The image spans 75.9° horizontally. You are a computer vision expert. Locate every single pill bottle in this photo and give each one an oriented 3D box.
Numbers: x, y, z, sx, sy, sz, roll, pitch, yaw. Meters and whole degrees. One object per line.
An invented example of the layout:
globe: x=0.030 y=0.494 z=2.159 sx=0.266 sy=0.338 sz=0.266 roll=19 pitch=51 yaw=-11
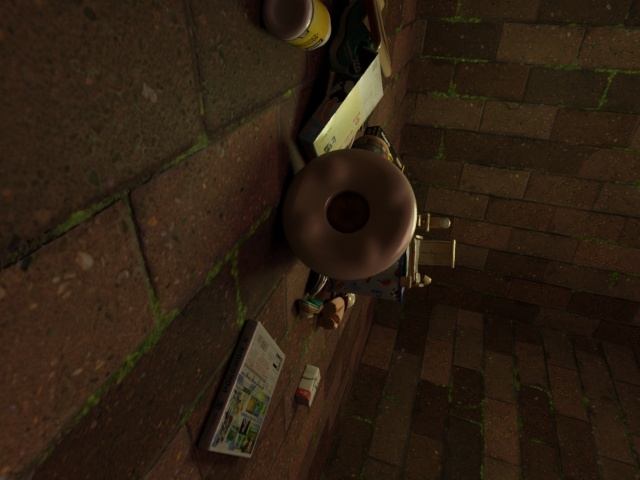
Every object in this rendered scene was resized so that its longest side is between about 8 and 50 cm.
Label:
pill bottle: x=0.166 y=-0.277 z=1.612 sx=0.162 sy=0.162 sz=0.278 roll=84 pitch=23 yaw=-48
pill bottle: x=-0.039 y=-0.457 z=0.853 sx=0.184 sy=0.103 sz=0.103 roll=-39 pitch=138 yaw=-66

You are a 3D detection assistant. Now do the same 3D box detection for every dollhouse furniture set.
dollhouse furniture set: x=0.425 y=0.029 z=1.581 sx=0.355 sy=0.173 sz=0.303 roll=8 pitch=84 yaw=-71

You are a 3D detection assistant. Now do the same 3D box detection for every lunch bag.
lunch bag: x=0.224 y=0.069 z=1.756 sx=0.385 sy=0.327 sz=0.239 roll=-60 pitch=152 yaw=-55

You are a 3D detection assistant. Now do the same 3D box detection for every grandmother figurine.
grandmother figurine: x=0.085 y=0.303 z=1.873 sx=0.342 sy=0.104 sz=0.208 roll=-24 pitch=133 yaw=-68

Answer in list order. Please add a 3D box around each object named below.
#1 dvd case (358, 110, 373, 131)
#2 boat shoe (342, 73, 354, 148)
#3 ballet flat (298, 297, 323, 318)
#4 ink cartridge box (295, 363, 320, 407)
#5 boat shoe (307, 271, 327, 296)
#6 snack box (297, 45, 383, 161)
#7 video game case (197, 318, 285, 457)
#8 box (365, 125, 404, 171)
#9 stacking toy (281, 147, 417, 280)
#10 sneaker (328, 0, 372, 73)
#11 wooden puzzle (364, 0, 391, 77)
dvd case: x=0.205 y=-0.595 z=1.793 sx=0.221 sy=0.018 sz=0.165 roll=-63 pitch=160 yaw=-46
boat shoe: x=0.082 y=-0.448 z=1.361 sx=0.112 sy=0.095 sz=0.335 roll=-168 pitch=-87 yaw=-70
ballet flat: x=-0.037 y=0.243 z=1.447 sx=0.067 sy=0.073 sz=0.206 roll=-64 pitch=160 yaw=-1
ink cartridge box: x=-0.049 y=0.591 z=1.671 sx=0.099 sy=0.056 sz=0.135 roll=83 pitch=24 yaw=-48
boat shoe: x=-0.008 y=0.107 z=1.502 sx=0.065 sy=0.075 sz=0.206 roll=39 pitch=59 yaw=-23
snack box: x=0.067 y=-0.370 z=1.192 sx=0.322 sy=0.060 sz=0.187 roll=-55 pitch=160 yaw=-8
video game case: x=-0.187 y=0.400 z=1.078 sx=0.329 sy=0.036 sz=0.300 roll=77 pitch=29 yaw=-59
box: x=0.292 y=-0.349 z=1.983 sx=0.322 sy=0.079 sz=0.257 roll=43 pitch=59 yaw=-47
stacking toy: x=0.097 y=-0.040 z=1.252 sx=0.480 sy=0.350 sz=0.351 roll=52 pitch=51 yaw=-78
sneaker: x=0.109 y=-0.619 z=1.257 sx=0.107 sy=0.110 sz=0.275 roll=63 pitch=40 yaw=-66
wooden puzzle: x=0.169 y=-0.640 z=1.225 sx=0.221 sy=0.044 sz=0.239 roll=-2 pitch=87 yaw=-73
